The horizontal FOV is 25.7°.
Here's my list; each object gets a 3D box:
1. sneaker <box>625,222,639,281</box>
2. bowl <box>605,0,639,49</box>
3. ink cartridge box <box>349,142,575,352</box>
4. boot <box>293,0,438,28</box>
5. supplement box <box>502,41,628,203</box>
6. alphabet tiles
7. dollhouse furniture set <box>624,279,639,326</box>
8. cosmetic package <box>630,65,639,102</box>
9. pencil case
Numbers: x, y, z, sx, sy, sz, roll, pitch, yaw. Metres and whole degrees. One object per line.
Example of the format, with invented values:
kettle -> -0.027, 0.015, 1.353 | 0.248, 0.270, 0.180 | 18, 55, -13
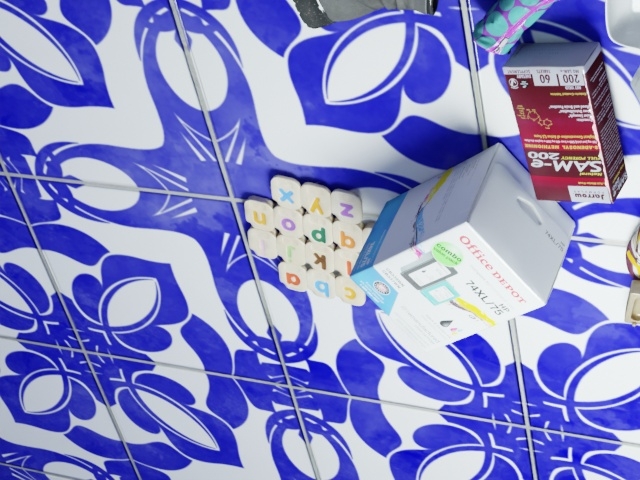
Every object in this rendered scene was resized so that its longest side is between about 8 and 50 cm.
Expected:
sneaker -> 0.510, 0.015, 2.179 | 0.069, 0.084, 0.186 | 17, 138, 14
bowl -> 0.459, -0.324, 1.890 | 0.142, 0.053, 0.142 | 11, 136, 19
ink cartridge box -> 0.229, 0.015, 2.253 | 0.198, 0.197, 0.270 | 44, 137, -17
boot -> 0.032, -0.452, 1.977 | 0.222, 0.118, 0.338 | -5, 140, 30
supplement box -> 0.362, -0.172, 2.066 | 0.130, 0.073, 0.239 | 4, 130, 33
alphabet tiles -> 0.000, 0.000, 2.504 | 0.284, 0.021, 0.278 | 13, 136, 18
dollhouse furniture set -> 0.560, 0.146, 2.225 | 0.151, 0.123, 0.144 | 8, 154, 10
cosmetic package -> 0.537, -0.204, 1.835 | 0.183, 0.151, 0.151 | -4, 144, -20
pencil case -> 0.281, -0.324, 1.976 | 0.064, 0.070, 0.152 | 16, 143, -24
